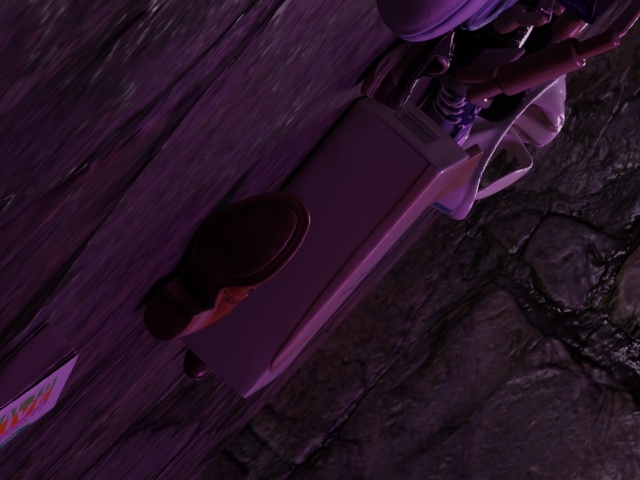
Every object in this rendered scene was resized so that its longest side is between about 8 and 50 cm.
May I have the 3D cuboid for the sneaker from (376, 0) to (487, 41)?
[{"bbox_3d":[0.086,-0.227,1.178,0.091,0.094,0.258,-19,152,-39],"label":"sneaker"}]

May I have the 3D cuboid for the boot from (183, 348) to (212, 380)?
[{"bbox_3d":[-0.106,0.096,2.043,0.114,0.037,0.106,-49,-172,47],"label":"boot"}]

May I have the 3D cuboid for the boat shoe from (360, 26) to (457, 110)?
[{"bbox_3d":[0.099,-0.174,1.690,0.152,0.049,0.056,-45,173,-24],"label":"boat shoe"}]

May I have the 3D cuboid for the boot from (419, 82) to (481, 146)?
[{"bbox_3d":[0.154,-0.168,2.094,0.190,0.069,0.086,-58,164,19],"label":"boot"}]

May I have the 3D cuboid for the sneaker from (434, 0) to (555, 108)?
[{"bbox_3d":[0.180,-0.219,1.890,0.118,0.083,0.222,-55,-179,23],"label":"sneaker"}]

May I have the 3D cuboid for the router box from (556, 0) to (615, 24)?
[{"bbox_3d":[0.322,-0.373,1.615,0.309,0.081,0.243,-44,161,-22],"label":"router box"}]

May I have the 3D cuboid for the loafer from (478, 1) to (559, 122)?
[{"bbox_3d":[0.257,-0.233,2.268,0.078,0.080,0.220,-41,171,-45],"label":"loafer"}]

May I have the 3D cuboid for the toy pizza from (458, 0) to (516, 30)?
[{"bbox_3d":[0.206,-0.284,1.778,0.201,0.032,0.201,-42,174,-6],"label":"toy pizza"}]

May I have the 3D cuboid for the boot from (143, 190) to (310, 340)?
[{"bbox_3d":[-0.065,0.007,1.626,0.197,0.073,0.152,-37,178,25],"label":"boot"}]

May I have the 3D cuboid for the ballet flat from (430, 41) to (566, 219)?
[{"bbox_3d":[0.262,-0.158,2.553,0.400,0.139,0.139,-44,173,-35],"label":"ballet flat"}]

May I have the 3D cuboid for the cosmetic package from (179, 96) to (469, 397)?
[{"bbox_3d":[0.000,0.000,1.829,0.309,0.113,0.160,-50,174,18],"label":"cosmetic package"}]

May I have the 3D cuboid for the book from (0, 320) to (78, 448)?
[{"bbox_3d":[-0.238,0.124,1.366,0.096,0.035,0.144,-40,173,-25],"label":"book"}]

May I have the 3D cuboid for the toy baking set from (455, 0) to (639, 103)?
[{"bbox_3d":[0.240,-0.221,1.732,0.256,0.030,0.197,-18,-146,37],"label":"toy baking set"}]

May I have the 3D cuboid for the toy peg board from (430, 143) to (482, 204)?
[{"bbox_3d":[0.111,-0.085,2.321,0.160,0.079,0.161,-31,171,-9],"label":"toy peg board"}]
